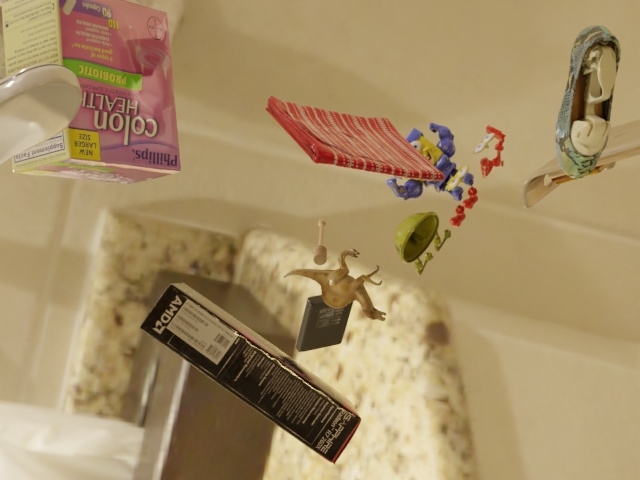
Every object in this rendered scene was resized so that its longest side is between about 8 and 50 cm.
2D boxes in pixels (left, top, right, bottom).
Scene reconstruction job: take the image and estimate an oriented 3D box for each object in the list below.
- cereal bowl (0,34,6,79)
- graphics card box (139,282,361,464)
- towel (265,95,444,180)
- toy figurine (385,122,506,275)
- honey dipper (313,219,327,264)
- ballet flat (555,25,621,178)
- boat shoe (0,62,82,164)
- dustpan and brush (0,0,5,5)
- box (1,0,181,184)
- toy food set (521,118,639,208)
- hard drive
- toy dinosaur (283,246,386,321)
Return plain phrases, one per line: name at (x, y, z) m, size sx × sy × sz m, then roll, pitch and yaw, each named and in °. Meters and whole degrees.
cereal bowl at (-0.620, -0.236, 1.646) m, size 0.339 × 0.339 × 0.141 m, roll -47°, pitch 61°, yaw 53°
graphics card box at (-0.110, 0.207, 1.711) m, size 0.094 × 0.371 × 0.233 m, roll -56°, pitch 0°, yaw -3°
towel at (0.058, -0.169, 1.765) m, size 0.199 × 0.275 × 0.031 m, roll 51°, pitch 125°, yaw 44°
toy figurine at (0.223, -0.133, 2.335) m, size 0.362 × 0.217 × 0.191 m, roll -52°, pitch -23°, yaw -7°
honey dipper at (0.000, 0.000, 2.302) m, size 0.160 × 0.030 × 0.030 m, roll -89°, pitch 21°, yaw -59°
ballet flat at (0.326, -0.163, 1.268) m, size 0.070 × 0.070 × 0.188 m, roll -140°, pitch 48°, yaw -67°
boat shoe at (-0.352, -0.130, 1.104) m, size 0.267 × 0.096 × 0.088 m, roll -30°, pitch 67°, yaw 38°
dustpan and brush at (-0.513, -0.451, 1.779) m, size 0.211 × 0.060 × 0.147 m, roll -29°, pitch 81°, yaw 26°
box at (-0.318, -0.212, 1.475) m, size 0.117 × 0.213 × 0.243 m, roll -9°, pitch 83°, yaw 34°
toy food set at (0.499, -0.128, 1.702) m, size 0.306 × 0.220 × 0.092 m, roll -16°, pitch 100°, yaw 42°
hard drive at (0.009, 0.154, 1.990) m, size 0.022 × 0.094 × 0.135 m, roll 58°, pitch 147°, yaw 39°
toy dinosaur at (0.028, 0.056, 1.603) m, size 0.092 × 0.183 × 0.053 m, roll -59°, pitch -24°, yaw -10°
